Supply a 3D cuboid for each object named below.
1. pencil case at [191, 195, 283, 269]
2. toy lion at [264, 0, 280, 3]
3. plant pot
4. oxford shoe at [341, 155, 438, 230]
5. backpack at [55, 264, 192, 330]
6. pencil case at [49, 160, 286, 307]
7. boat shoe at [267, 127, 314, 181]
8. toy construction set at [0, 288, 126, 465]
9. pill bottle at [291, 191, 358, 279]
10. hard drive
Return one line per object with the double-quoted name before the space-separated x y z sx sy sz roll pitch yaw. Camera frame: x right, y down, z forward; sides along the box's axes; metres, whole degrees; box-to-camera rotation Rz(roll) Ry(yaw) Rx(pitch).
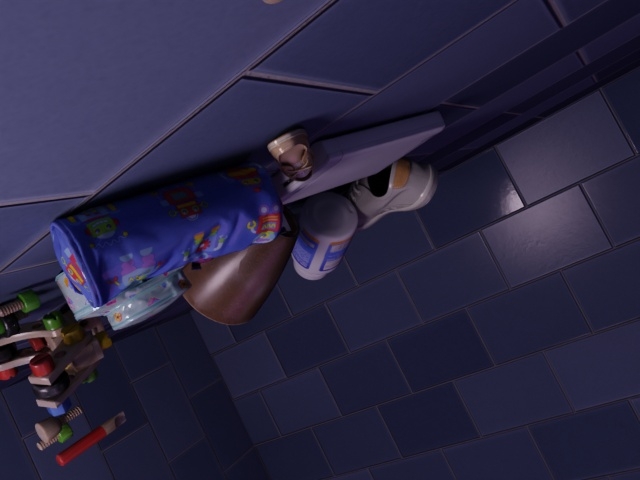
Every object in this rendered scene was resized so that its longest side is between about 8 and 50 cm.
"pencil case" -0.169 -0.030 1.002 0.209 0.095 0.098 -31 158 32
"toy lion" -0.011 -0.190 0.324 0.100 0.034 0.096 -26 169 -10
"plant pot" -0.154 0.024 1.163 0.230 0.215 0.215 -45 167 30
"oxford shoe" 0.131 -0.129 1.488 0.130 0.169 0.449 20 164 -22
"backpack" -0.311 0.063 0.890 0.189 0.144 0.166 -20 179 -35
"pencil case" -0.195 -0.013 0.757 0.306 0.119 0.133 -23 152 -34
"boat shoe" -0.035 -0.122 0.837 0.063 0.059 0.170 -27 176 6
"toy construction set" -0.464 0.227 1.073 0.258 0.308 0.237 -19 -173 44
"pill bottle" 0.000 0.000 1.534 0.152 0.152 0.272 -25 159 -25
"hard drive" 0.061 -0.158 1.102 0.353 0.047 0.233 -24 176 -42
